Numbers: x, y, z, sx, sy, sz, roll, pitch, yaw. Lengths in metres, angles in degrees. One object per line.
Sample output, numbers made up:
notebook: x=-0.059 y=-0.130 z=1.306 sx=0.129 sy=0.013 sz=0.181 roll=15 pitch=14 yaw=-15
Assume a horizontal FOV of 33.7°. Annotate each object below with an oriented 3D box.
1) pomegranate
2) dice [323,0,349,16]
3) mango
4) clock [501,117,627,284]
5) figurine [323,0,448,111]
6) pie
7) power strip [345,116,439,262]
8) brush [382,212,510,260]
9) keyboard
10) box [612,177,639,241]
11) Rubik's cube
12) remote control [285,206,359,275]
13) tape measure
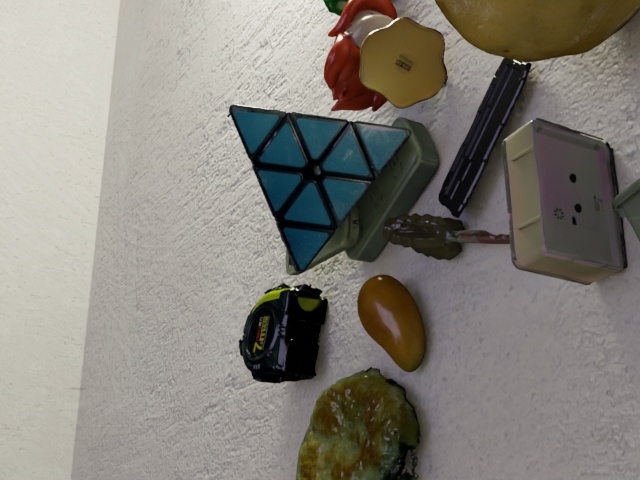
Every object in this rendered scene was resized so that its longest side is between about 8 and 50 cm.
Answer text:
pomegranate: x=0.293 y=-0.406 z=1.399 sx=0.332 sy=0.333 sz=0.332 roll=-34 pitch=50 yaw=53
dice: x=0.073 y=-0.515 z=2.061 sx=0.128 sy=0.120 sz=0.131 roll=-32 pitch=53 yaw=53
mango: x=0.119 y=0.133 z=1.750 sx=0.102 sy=0.085 sz=0.184 roll=-59 pitch=38 yaw=32
clock: x=0.316 y=-0.050 z=1.382 sx=0.071 sy=0.147 sz=0.192 roll=-35 pitch=50 yaw=53
figurine: x=0.097 y=-0.331 z=1.894 sx=0.257 sy=0.181 sz=0.208 roll=-129 pitch=27 yaw=-65
pie: x=0.048 y=0.385 z=1.790 sx=0.371 sy=0.078 sz=0.296 roll=-63 pitch=31 yaw=23
power strip: x=0.106 y=-0.109 z=1.900 sx=0.265 sy=0.059 sz=0.193 roll=-59 pitch=33 yaw=34
brush: x=0.215 y=-0.004 z=1.643 sx=0.301 sy=0.084 sz=0.071 roll=5 pitch=84 yaw=54
keyboard: x=0.256 y=-0.164 z=1.655 sx=0.262 sy=0.016 sz=0.106 roll=-66 pitch=20 yaw=13
box: x=0.434 y=-0.044 z=1.196 sx=0.172 sy=0.124 sz=0.092 roll=-46 pitch=51 yaw=47
Rubik's cube: x=-0.008 y=-0.125 z=1.839 sx=0.228 sy=0.233 sz=0.228 roll=46 pitch=149 yaw=34
remote control: x=-0.001 y=-0.001 z=1.979 sx=0.309 sy=0.038 sz=0.090 roll=151 pitch=122 yaw=-64
tape measure: x=-0.072 y=0.184 z=2.064 sx=0.186 sy=0.112 sz=0.199 roll=-11 pitch=64 yaw=53
